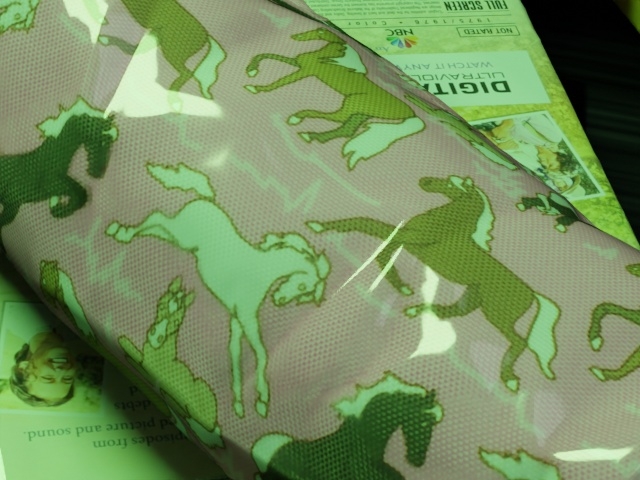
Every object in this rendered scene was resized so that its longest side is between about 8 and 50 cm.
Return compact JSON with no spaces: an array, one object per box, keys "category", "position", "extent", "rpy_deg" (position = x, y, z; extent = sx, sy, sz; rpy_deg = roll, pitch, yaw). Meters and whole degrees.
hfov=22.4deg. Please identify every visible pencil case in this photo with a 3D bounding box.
[{"category":"pencil case","position":[0.000,0.000,0.599],"extent":[0.386,0.167,0.160],"rpy_deg":[41,15,29]}]

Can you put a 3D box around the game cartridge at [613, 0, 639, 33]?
[{"category":"game cartridge","position":[0.304,-0.224,1.036],"extent":[0.323,0.053,0.285],"rpy_deg":[-11,47,-20]}]

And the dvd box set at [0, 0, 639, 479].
[{"category":"dvd box set","position":[-0.003,0.026,0.727],"extent":[0.307,0.062,0.420],"rpy_deg":[-4,45,-13]}]
